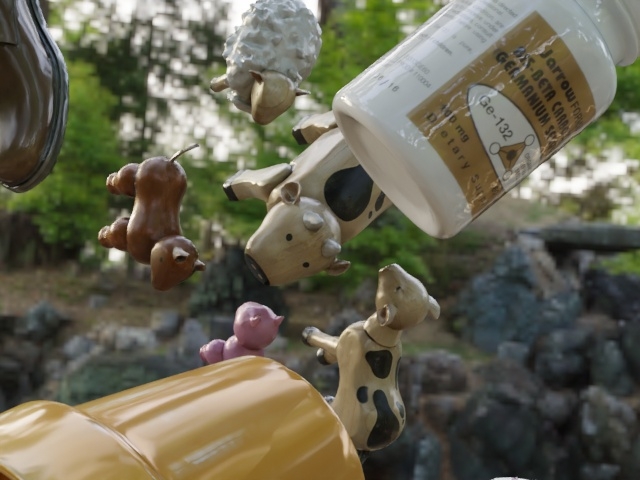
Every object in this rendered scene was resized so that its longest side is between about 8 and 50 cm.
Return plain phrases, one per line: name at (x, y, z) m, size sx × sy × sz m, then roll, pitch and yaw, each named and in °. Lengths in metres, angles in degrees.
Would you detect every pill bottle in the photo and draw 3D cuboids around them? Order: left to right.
pill bottle at (0.133, -0.119, 0.947) m, size 0.229 × 0.131 × 0.131 m, roll -39°, pitch 3°, yaw -7°

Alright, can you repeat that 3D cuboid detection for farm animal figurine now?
farm animal figurine at (0.000, 0.000, 1.147) m, size 0.330 × 0.327 × 0.172 m, roll 43°, pitch -26°, yaw -26°

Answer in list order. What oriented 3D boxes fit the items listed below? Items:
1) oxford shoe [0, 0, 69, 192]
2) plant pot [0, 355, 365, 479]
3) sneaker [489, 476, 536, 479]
oxford shoe at (-0.237, -0.141, 0.934) m, size 0.082 × 0.227 × 0.096 m, roll -23°, pitch -18°, yaw 27°
plant pot at (-0.083, 0.159, 0.735) m, size 0.205 × 0.205 × 0.188 m, roll 1°, pitch 23°, yaw 47°
sneaker at (0.216, 0.322, 1.431) m, size 0.084 × 0.070 × 0.185 m, roll -9°, pitch -47°, yaw 18°
